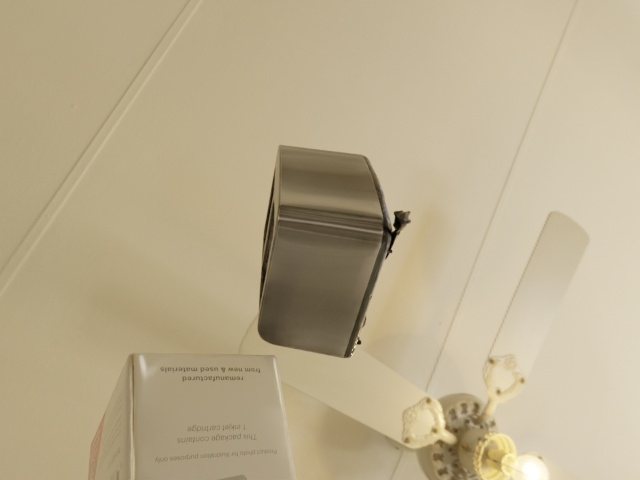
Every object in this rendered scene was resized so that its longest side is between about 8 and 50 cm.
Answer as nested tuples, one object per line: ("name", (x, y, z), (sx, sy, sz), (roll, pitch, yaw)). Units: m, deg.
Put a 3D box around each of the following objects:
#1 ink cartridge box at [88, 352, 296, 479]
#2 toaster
("ink cartridge box", (-0.100, 0.252, 0.352), (0.117, 0.207, 0.282), (8, -131, -29))
("toaster", (0.000, 0.000, 0.508), (0.110, 0.168, 0.185), (7, -57, -10))
